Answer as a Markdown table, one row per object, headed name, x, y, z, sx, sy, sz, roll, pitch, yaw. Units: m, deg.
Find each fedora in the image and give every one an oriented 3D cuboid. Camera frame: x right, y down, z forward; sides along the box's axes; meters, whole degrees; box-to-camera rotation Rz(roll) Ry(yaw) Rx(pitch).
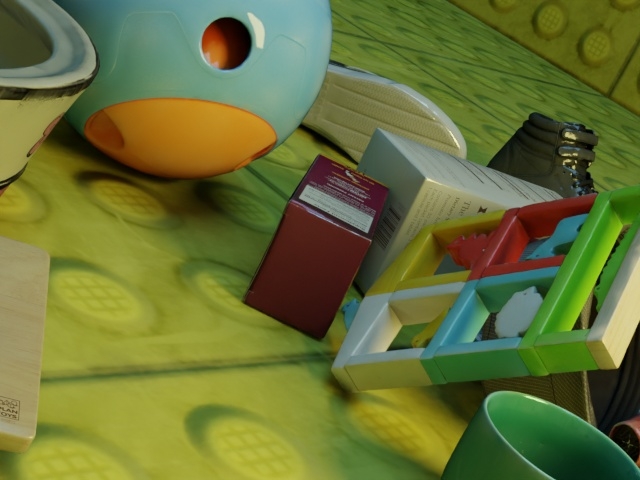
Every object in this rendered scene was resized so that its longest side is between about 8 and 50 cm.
| name | x | y | z | sx | sy | sz | roll | pitch | yaw |
| --- | --- | --- | --- | --- | --- | --- | --- | --- | --- |
| fedora | 0.220 | 0.086 | 1.169 | 0.124 | 0.244 | 0.275 | 0 | 37 | 30 |

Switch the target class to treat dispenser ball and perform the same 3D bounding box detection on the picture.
| name | x | y | z | sx | sy | sz | roll | pitch | yaw |
| --- | --- | --- | --- | --- | --- | --- | --- | --- | --- |
| treat dispenser ball | -0.132 | -0.203 | 1.284 | 0.288 | 0.288 | 0.288 | 24 | 18 | -8 |

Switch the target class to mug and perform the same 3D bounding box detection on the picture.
| name | x | y | z | sx | sy | sz | roll | pitch | yaw |
| --- | --- | --- | --- | --- | --- | --- | --- | --- | --- |
| mug | 0.144 | 0.184 | 0.907 | 0.129 | 0.097 | 0.158 | 31 | 19 | 11 |

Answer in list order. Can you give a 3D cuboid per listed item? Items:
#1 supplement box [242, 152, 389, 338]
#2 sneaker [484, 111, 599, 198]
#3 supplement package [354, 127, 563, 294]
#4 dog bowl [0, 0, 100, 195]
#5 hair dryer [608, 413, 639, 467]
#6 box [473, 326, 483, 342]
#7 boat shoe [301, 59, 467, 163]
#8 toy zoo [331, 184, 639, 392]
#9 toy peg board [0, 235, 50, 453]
| name | x | y | z | sx | sy | sz | roll | pitch | yaw |
| --- | --- | --- | --- | --- | --- | --- | --- | --- | --- |
| supplement box | 0.000 | 0.000 | 1.202 | 0.081 | 0.104 | 0.188 | 26 | 18 | 0 |
| sneaker | 0.359 | -0.076 | 1.840 | 0.104 | 0.147 | 0.296 | 8 | 27 | -49 |
| supplement package | 0.153 | 0.000 | 1.356 | 0.244 | 0.139 | 0.134 | 16 | 19 | -28 |
| dog bowl | -0.387 | -0.152 | 1.018 | 0.408 | 0.150 | 0.408 | 24 | 19 | -9 |
| hair dryer | 0.369 | 0.208 | 1.076 | 0.293 | 0.080 | 0.223 | 27 | 36 | -4 |
| box | 0.158 | 0.107 | 1.263 | 0.067 | 0.018 | 0.083 | 7 | 26 | -45 |
| boat shoe | 0.047 | -0.181 | 1.735 | 0.335 | 0.121 | 0.119 | 28 | 22 | 11 |
| toy zoo | 0.131 | 0.040 | 1.053 | 0.030 | 0.293 | 0.192 | 57 | 46 | -23 |
| toy peg board | -0.251 | 0.061 | 0.770 | 0.161 | 0.079 | 0.161 | 18 | 35 | -22 |
